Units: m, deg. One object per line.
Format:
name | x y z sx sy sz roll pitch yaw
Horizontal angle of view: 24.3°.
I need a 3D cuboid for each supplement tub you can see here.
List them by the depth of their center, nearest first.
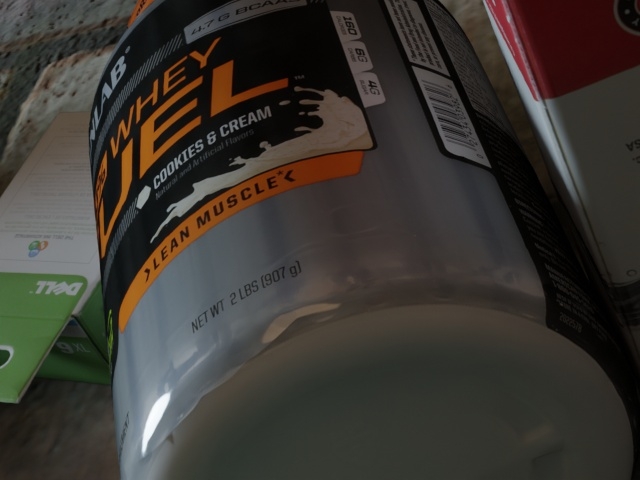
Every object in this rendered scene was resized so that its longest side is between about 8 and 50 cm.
supplement tub | 0.000 0.000 0.644 0.194 0.193 0.316 -23 38 6

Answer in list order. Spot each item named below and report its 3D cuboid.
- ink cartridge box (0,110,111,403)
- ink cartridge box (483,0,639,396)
ink cartridge box | -0.136 0.020 0.804 0.109 0.062 0.209 2 48 32
ink cartridge box | 0.178 -0.057 0.542 0.197 0.273 0.114 -22 35 6
